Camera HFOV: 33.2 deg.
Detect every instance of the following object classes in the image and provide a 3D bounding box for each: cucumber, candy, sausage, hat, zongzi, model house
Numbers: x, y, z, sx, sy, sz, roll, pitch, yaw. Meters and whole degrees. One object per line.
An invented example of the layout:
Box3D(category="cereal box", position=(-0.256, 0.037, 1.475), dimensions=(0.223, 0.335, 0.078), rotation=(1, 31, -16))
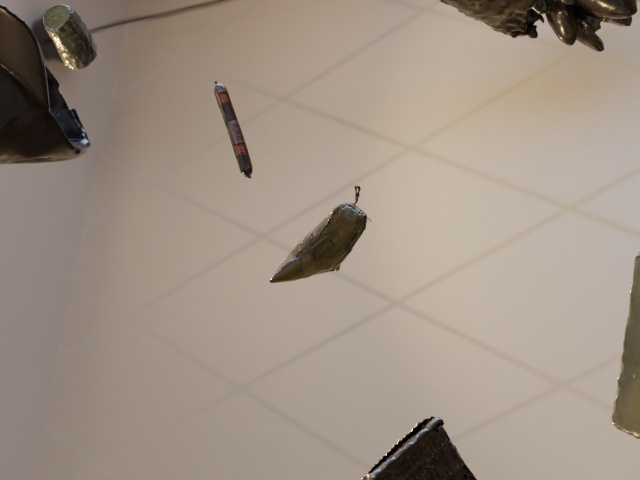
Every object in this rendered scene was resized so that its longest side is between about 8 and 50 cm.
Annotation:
Box3D(category="cucumber", position=(-0.407, -0.333, 1.748), dimensions=(0.112, 0.064, 0.064), rotation=(73, -154, -58))
Box3D(category="candy", position=(0.600, 0.179, 1.773), dimensions=(0.135, 0.179, 0.320), rotation=(-15, -67, -54))
Box3D(category="sausage", position=(-0.152, -0.193, 1.865), dimensions=(0.028, 0.025, 0.198), rotation=(-10, -111, -28))
Box3D(category="hat", position=(-0.459, -0.207, 1.409), dimensions=(0.238, 0.209, 0.336), rotation=(58, 170, 31))
Box3D(category="zongzi", position=(0.000, 0.000, 1.988), dimensions=(0.178, 0.189, 0.081), rotation=(-21, -117, -45))
Box3D(category="model house", position=(0.109, 0.449, 1.677), dimensions=(0.317, 0.297, 0.282), rotation=(-37, -52, -33))

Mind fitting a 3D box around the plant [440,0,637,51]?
Box3D(category="plant", position=(0.298, -0.368, 1.473), dimensions=(0.321, 0.194, 0.181), rotation=(13, -112, -19))

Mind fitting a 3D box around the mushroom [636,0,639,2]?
Box3D(category="mushroom", position=(0.571, -0.536, 1.878), dimensions=(0.297, 0.298, 0.290), rotation=(65, -151, -31))
